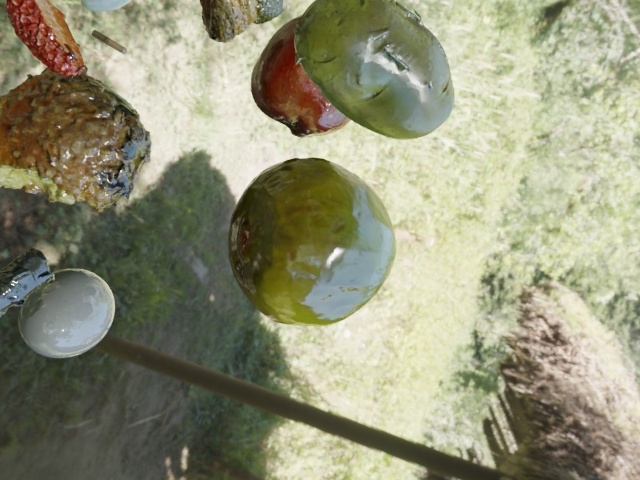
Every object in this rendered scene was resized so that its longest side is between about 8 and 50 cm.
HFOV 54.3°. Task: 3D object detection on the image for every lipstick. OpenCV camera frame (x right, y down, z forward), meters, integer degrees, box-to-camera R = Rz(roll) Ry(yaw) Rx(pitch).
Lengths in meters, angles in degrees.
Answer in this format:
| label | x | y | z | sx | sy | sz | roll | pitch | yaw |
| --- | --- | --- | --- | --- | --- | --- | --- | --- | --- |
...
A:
| label | x | y | z | sx | sy | sz | roll | pitch | yaw |
| --- | --- | --- | --- | --- | --- | --- | --- | --- | --- |
| lipstick | -0.527 | -0.495 | 1.560 | 0.019 | 0.094 | 0.019 | -60 | 178 | -3 |

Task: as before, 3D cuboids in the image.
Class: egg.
| label | x | y | z | sx | sy | sz | roll | pitch | yaw |
| --- | --- | --- | --- | --- | --- | --- | --- | --- | --- |
| egg | -0.521 | 0.150 | 1.280 | 0.232 | 0.176 | 0.176 | -69 | 175 | -74 |

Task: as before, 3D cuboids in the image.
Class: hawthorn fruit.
| label | x | y | z | sx | sy | sz | roll | pitch | yaw |
| --- | --- | --- | --- | --- | --- | --- | --- | --- | --- |
| hawthorn fruit | -0.030 | -0.408 | 1.563 | 0.295 | 0.295 | 0.311 | -54 | 149 | -55 |

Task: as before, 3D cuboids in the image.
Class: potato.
| label | x | y | z | sx | sy | sz | roll | pitch | yaw |
| --- | --- | --- | --- | --- | --- | --- | --- | --- | --- |
| potato | 0.082 | -0.243 | 0.867 | 0.169 | 0.248 | 0.143 | -48 | -160 | 15 |

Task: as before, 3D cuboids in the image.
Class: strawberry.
| label | x | y | z | sx | sy | sz | roll | pitch | yaw |
| --- | --- | --- | --- | --- | --- | --- | --- | --- | --- |
| strawberry | -0.468 | -0.345 | 1.044 | 0.082 | 0.188 | 0.121 | -32 | 166 | 4 |

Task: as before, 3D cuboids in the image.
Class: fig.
| label | x | y | z | sx | sy | sz | roll | pitch | yaw |
| --- | --- | --- | --- | --- | --- | --- | --- | --- | --- |
| fig | -0.006 | 0.011 | 1.225 | 0.343 | 0.344 | 0.343 | 20 | 90 | -78 |

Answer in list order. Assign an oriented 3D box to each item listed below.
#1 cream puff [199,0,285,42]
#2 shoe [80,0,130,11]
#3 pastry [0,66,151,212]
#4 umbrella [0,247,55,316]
| label | x | y | z | sx | sy | sz | roll | pitch | yaw |
| --- | --- | --- | --- | --- | --- | --- | --- | --- | --- |
| cream puff | -0.150 | -0.493 | 1.254 | 0.183 | 0.169 | 0.183 | 169 | -90 | -74 |
| shoe | -0.448 | -0.614 | 1.426 | 0.110 | 0.265 | 0.095 | 26 | 45 | -81 |
| pastry | -0.599 | -0.250 | 1.504 | 0.292 | 0.406 | 0.337 | 65 | 39 | -68 |
| umbrella | -0.501 | 0.099 | 0.916 | 0.236 | 0.059 | 0.066 | -42 | 113 | -36 |
